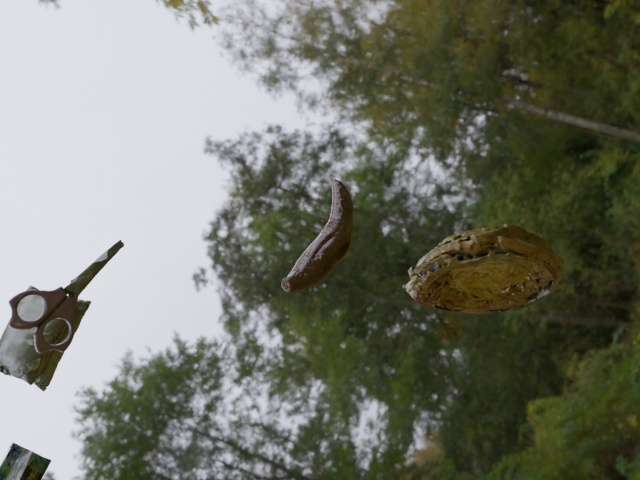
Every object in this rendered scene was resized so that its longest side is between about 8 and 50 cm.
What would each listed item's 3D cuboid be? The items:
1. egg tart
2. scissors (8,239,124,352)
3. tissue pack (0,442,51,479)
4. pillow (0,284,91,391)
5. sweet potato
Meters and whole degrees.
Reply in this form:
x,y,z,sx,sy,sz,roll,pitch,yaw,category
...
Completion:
x,y,z,sx,sy,sz,roll,pitch,yaw,category
0.282,0.045,1.355,0.291,0.290,0.107,72,-166,-60,egg tart
-0.372,0.073,1.161,0.110,0.021,0.212,50,-119,-19,scissors
-0.572,0.450,1.438,0.079,0.085,0.111,-36,27,57,tissue pack
-0.512,0.167,1.382,0.181,0.134,0.078,-66,-28,-22,pillow
0.010,0.004,1.256,0.058,0.078,0.255,-49,11,53,sweet potato
